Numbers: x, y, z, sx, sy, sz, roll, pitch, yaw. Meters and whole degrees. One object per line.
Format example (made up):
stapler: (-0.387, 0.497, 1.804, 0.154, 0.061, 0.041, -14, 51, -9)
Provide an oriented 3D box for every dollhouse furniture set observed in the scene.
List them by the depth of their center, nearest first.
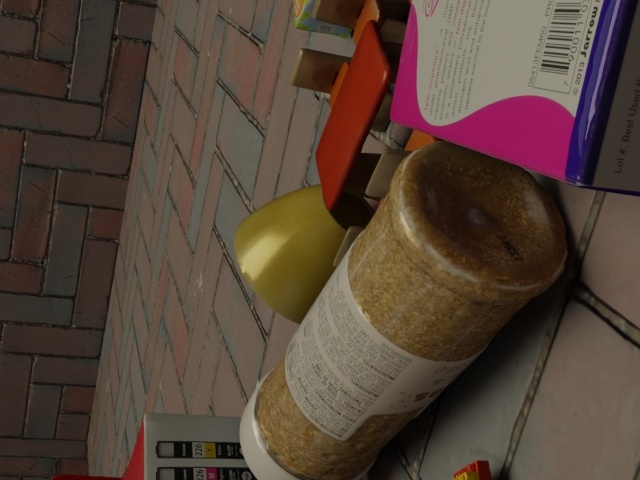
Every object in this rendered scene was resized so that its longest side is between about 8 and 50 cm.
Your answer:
dollhouse furniture set: (0.043, -0.141, 0.700, 0.262, 0.135, 0.259, -103, 27, -44)

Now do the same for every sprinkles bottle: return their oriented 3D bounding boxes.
sprinkles bottle: (0.041, 0.082, 0.652, 0.355, 0.121, 0.121, 120, 150, -48)

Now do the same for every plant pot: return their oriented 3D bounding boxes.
plant pot: (0.000, 0.000, 0.815, 0.095, 0.134, 0.134, -45, 39, 33)

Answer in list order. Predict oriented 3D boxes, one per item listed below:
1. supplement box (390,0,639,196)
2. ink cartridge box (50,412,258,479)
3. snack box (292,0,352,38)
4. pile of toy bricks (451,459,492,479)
supplement box: (0.134, -0.097, 0.466, 0.220, 0.114, 0.111, -139, 57, -66)
ink cartridge box: (-0.095, 0.314, 0.733, 0.130, 0.272, 0.309, 116, 153, -43)
snack box: (0.028, -0.351, 0.917, 0.207, 0.070, 0.174, 120, 150, -51)
pile of toy bricks: (0.069, 0.253, 0.537, 0.118, 0.105, 0.212, 124, 147, -52)
